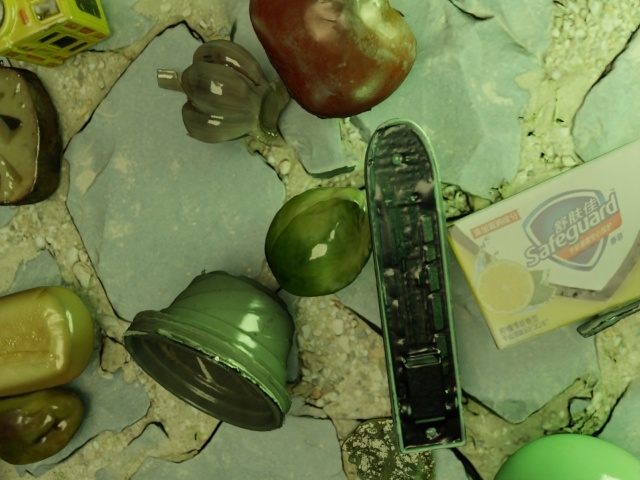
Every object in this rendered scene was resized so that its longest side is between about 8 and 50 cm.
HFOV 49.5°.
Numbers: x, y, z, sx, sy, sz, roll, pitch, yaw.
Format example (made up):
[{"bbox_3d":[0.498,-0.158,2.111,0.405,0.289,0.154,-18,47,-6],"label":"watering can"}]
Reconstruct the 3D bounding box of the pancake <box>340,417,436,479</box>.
[{"bbox_3d":[0.096,0.299,0.931,0.116,0.022,0.129,-25,88,13],"label":"pancake"}]

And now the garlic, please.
[{"bbox_3d":[-0.144,-0.200,0.901,0.194,0.127,0.131,29,106,26],"label":"garlic"}]

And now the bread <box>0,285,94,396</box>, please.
[{"bbox_3d":[-0.430,0.148,1.010,0.217,0.098,0.147,-10,80,16],"label":"bread"}]

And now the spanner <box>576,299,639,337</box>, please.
[{"bbox_3d":[0.438,0.040,0.798,0.302,0.071,0.017,-30,75,17],"label":"spanner"}]

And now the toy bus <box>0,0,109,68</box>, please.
[{"bbox_3d":[-0.414,-0.412,0.931,0.152,0.144,0.330,-20,92,13],"label":"toy bus"}]

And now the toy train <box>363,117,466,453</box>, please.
[{"bbox_3d":[0.109,0.053,0.830,0.087,0.088,0.406,-8,106,1],"label":"toy train"}]

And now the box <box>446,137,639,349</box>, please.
[{"bbox_3d":[0.297,0.002,0.812,0.265,0.097,0.168,-23,90,15],"label":"box"}]

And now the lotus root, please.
[{"bbox_3d":[-0.468,-0.172,1.005,0.170,0.074,0.260,-30,86,14],"label":"lotus root"}]

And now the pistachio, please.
[{"bbox_3d":[-0.440,0.277,1.026,0.189,0.100,0.110,-9,96,14],"label":"pistachio"}]

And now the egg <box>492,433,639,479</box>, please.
[{"bbox_3d":[0.303,0.351,0.781,0.220,0.220,0.269,-28,95,15],"label":"egg"}]

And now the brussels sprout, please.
[{"bbox_3d":[0.001,0.002,0.876,0.155,0.155,0.117,-18,126,15],"label":"brussels sprout"}]

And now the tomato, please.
[{"bbox_3d":[0.014,-0.261,0.811,0.181,0.155,0.214,-40,86,-2],"label":"tomato"}]

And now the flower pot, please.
[{"bbox_3d":[-0.123,0.130,0.888,0.236,0.235,0.140,19,58,12],"label":"flower pot"}]
